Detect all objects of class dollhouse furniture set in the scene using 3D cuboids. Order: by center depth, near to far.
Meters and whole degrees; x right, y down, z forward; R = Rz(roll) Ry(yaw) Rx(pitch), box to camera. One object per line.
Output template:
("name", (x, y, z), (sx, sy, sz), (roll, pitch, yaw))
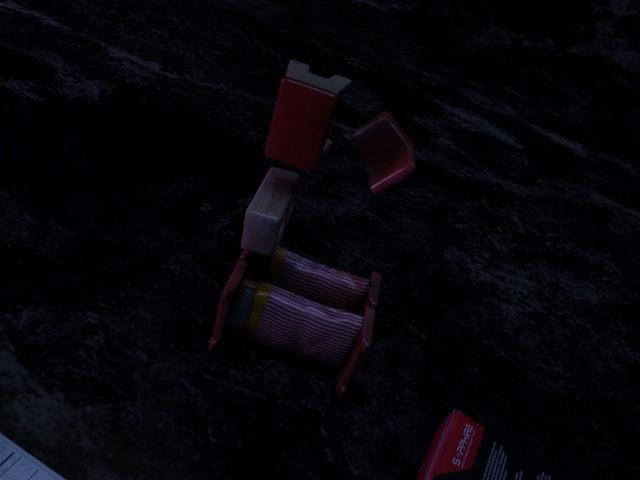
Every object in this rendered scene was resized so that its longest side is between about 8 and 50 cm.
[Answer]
("dollhouse furniture set", (0.000, 0.000, 0.712), (0.202, 0.374, 0.152), (18, 37, 0))

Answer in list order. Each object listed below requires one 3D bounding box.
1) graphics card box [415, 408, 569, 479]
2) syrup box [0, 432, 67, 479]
("graphics card box", (0.259, 0.384, 0.615), (0.371, 0.094, 0.233), (29, 42, 11))
("syrup box", (-0.302, 0.255, 0.529), (0.237, 0.093, 0.096), (29, 43, 9))
